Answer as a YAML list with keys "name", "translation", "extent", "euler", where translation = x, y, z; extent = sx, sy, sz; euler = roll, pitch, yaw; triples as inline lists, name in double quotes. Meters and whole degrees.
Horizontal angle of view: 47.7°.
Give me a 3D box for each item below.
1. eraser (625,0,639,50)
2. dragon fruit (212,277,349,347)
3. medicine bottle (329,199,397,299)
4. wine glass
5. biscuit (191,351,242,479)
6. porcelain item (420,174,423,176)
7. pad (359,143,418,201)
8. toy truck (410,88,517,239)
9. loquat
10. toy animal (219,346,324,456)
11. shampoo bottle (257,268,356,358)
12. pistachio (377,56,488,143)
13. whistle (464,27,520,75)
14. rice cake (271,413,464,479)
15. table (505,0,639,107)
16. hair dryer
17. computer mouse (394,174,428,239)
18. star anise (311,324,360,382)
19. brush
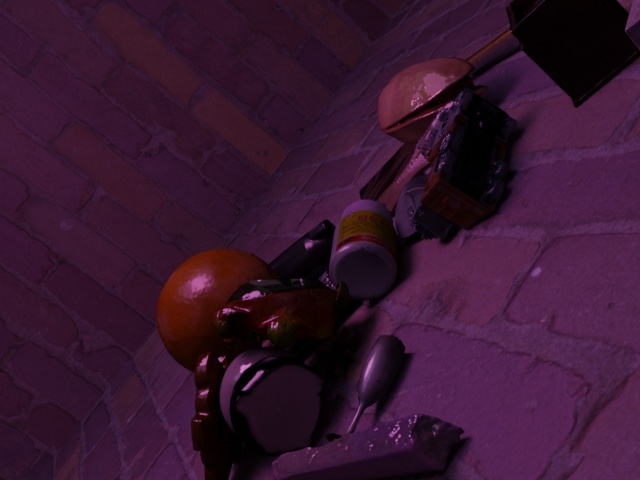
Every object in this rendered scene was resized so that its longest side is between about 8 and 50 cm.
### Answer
- name: "eraser"
  translation: [0.622, -0.467, 1.244]
  extent: [0.096, 0.098, 0.404]
  euler: [-28, 27, 52]
- name: "dragon fruit"
  translation: [-0.080, 0.143, 1.431]
  extent: [0.295, 0.268, 0.130]
  euler: [159, 110, -79]
- name: "medicine bottle"
  translation: [0.094, 0.015, 1.540]
  extent: [0.139, 0.139, 0.225]
  euler: [-44, 16, 24]
- name: "wine glass"
  translation: [0.078, 0.247, 1.186]
  extent: [0.066, 0.066, 0.198]
  euler: [-28, 27, 55]
- name: "biscuit"
  translation: [-0.191, 0.345, 1.494]
  extent: [0.043, 0.278, 0.301]
  euler: [-5, 8, 13]
- name: "porcelain item"
  translation: [0.223, -0.141, 1.758]
  extent: [0.036, 0.028, 0.083]
  euler: [3, 51, 51]
- name: "pad"
  translation: [0.222, -0.217, 1.981]
  extent: [0.330, 0.004, 0.220]
  euler: [-46, 15, 15]
- name: "toy truck"
  translation: [0.278, -0.161, 1.453]
  extent: [0.184, 0.132, 0.338]
  euler: [-51, 12, 47]
- name: "loquat"
  translation: [-0.242, 0.174, 1.780]
  extent: [0.328, 0.328, 0.328]
  euler: [-46, 16, 17]
- name: "toy animal"
  translation: [-0.099, 0.294, 1.355]
  extent: [0.235, 0.165, 0.187]
  euler: [171, 113, -73]
- name: "shampoo bottle"
  translation: [-0.046, 0.197, 1.624]
  extent: [0.323, 0.084, 0.129]
  euler: [-47, 26, 16]
- name: "pistachio"
  translation: [0.267, -0.342, 1.768]
  extent: [0.214, 0.194, 0.318]
  euler: [-42, 13, -29]
- name: "whistle"
  translation: [0.462, -0.495, 1.847]
  extent: [0.326, 0.057, 0.068]
  euler: [-27, 28, 57]
- name: "rice cake"
  translation: [0.048, 0.325, 1.070]
  extent: [0.399, 0.070, 0.064]
  euler: [-34, 26, 48]
- name: "table"
  translation: [0.463, -0.393, 1.339]
  extent: [0.172, 0.193, 0.169]
  euler: [-42, 18, 29]
- name: "hair dryer"
  translation: [0.000, 0.000, 1.949]
  extent: [0.244, 0.116, 0.302]
  euler: [-38, 12, 32]
- name: "computer mouse"
  translation: [0.208, -0.080, 1.574]
  extent: [0.113, 0.068, 0.229]
  euler: [-44, 16, 29]
- name: "star anise"
  translation: [0.029, 0.229, 1.403]
  extent: [0.141, 0.042, 0.141]
  euler: [-43, 14, 13]
- name: "brush"
  translation: [0.223, -0.182, 1.672]
  extent: [0.065, 0.070, 0.327]
  euler: [-9, -39, -54]
